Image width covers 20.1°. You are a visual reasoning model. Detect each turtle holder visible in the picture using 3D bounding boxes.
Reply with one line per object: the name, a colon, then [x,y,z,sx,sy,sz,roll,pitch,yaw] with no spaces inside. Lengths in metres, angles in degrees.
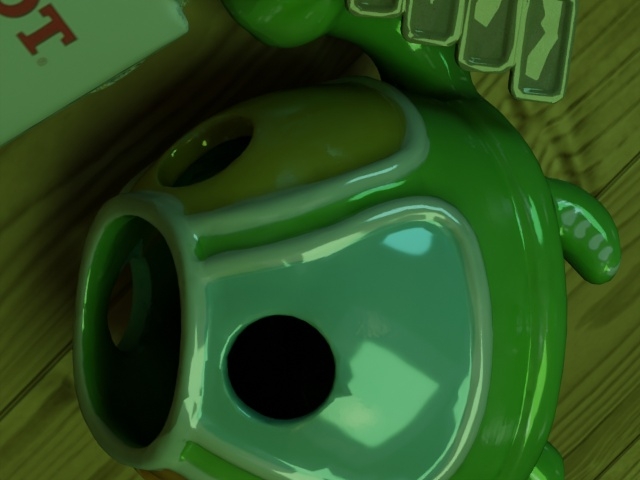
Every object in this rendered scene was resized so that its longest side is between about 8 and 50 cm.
turtle holder: [0.007,0.015,0.933,0.227,0.243,0.320,0,124,-35]

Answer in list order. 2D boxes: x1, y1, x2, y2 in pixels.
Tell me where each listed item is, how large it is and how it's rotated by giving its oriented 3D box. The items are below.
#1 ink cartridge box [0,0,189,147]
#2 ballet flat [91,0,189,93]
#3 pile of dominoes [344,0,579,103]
ink cartridge box: [-0.284,-0.103,0.595,0.395,0.166,0.285,-30,138,3]
ballet flat: [-0.038,-0.199,0.778,0.316,0.106,0.107,-44,111,6]
pile of dominoes: [0.051,-0.200,0.874,0.251,0.040,0.196,25,99,-15]
